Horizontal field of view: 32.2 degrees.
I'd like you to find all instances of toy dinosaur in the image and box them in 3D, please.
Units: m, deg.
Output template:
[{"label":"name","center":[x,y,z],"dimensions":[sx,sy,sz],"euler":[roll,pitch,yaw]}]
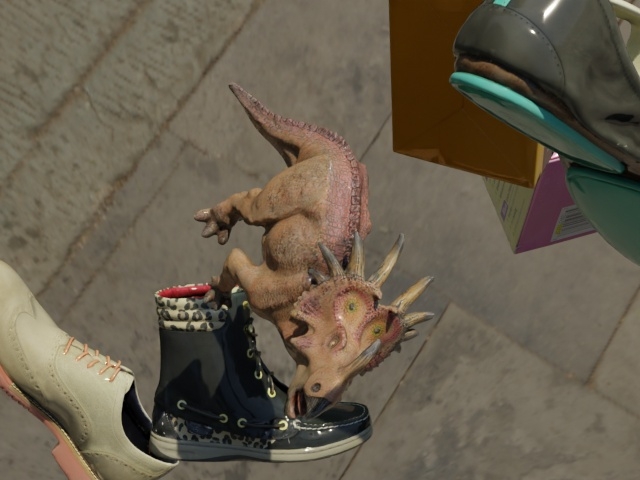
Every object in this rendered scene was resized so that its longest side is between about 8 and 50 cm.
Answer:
[{"label":"toy dinosaur","center":[0.000,0.000,0.891],"dimensions":[0.127,0.200,0.295],"euler":[3,74,-31]}]

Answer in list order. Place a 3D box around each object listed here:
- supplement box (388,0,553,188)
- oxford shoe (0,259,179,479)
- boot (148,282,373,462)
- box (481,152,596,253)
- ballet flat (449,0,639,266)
[{"label":"supplement box","center":[0.155,-0.186,0.923],"dimensions":[0.129,0.191,0.194],"euler":[17,48,22]},{"label":"oxford shoe","center":[-0.330,0.174,1.496],"dimensions":[0.147,0.140,0.397],"euler":[-23,113,17]},{"label":"boot","center":[-0.062,0.135,1.151],"dimensions":[0.236,0.085,0.178],"euler":[-1,101,-6]},{"label":"box","center":[0.246,-0.146,1.263],"dimensions":[0.117,0.213,0.243],"euler":[-15,63,-7]},{"label":"ballet flat","center":[0.171,-0.063,0.608],"dimensions":[0.095,0.280,0.096],"euler":[27,86,39]}]
